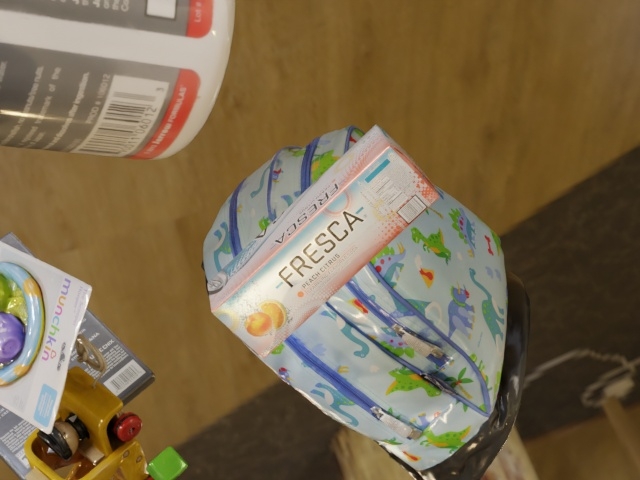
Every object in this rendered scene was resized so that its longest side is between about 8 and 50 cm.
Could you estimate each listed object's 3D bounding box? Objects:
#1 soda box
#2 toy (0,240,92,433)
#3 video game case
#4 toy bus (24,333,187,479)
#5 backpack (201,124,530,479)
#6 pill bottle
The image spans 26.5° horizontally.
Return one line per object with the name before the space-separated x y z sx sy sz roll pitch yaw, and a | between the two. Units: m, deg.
soda box | 0.000 0.000 1.012 0.183 0.063 0.058 -43 109 8
toy | -0.314 0.068 1.228 0.056 0.237 0.137 9 100 -48
video game case | -0.362 0.134 1.626 0.196 0.274 0.026 -39 158 -23
toy bus | -0.232 0.210 1.310 0.104 0.202 0.191 -40 -173 -28
backpack | 0.052 0.051 1.380 0.355 0.290 0.273 27 135 -14
pill bottle | -0.262 -0.175 0.960 0.363 0.210 0.210 4 141 -30
